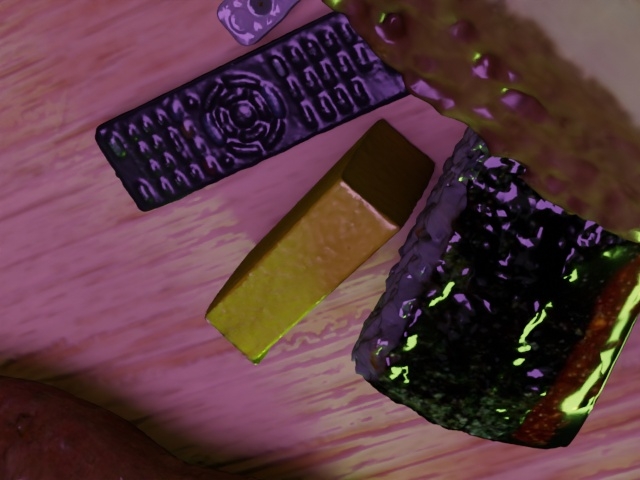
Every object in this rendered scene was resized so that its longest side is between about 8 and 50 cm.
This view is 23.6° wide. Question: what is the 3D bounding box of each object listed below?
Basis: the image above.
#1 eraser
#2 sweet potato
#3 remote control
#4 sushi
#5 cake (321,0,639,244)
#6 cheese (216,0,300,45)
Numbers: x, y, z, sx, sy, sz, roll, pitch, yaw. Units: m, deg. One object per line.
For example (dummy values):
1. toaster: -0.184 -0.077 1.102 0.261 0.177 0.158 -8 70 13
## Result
1. eraser: 0.000 0.000 0.845 0.045 0.097 0.122 42 117 -6
2. sweet potato: -0.140 0.169 0.943 0.336 0.131 0.131 21 116 8
3. remote control: -0.017 -0.084 0.856 0.245 0.025 0.063 -22 105 23
4. sushi: 0.105 0.005 0.797 0.126 0.136 0.225 22 123 4
5. cake: 0.153 -0.184 0.591 0.282 0.256 0.290 41 140 -3
6. cheese: 0.019 -0.168 0.803 0.192 0.037 0.097 -39 96 27
